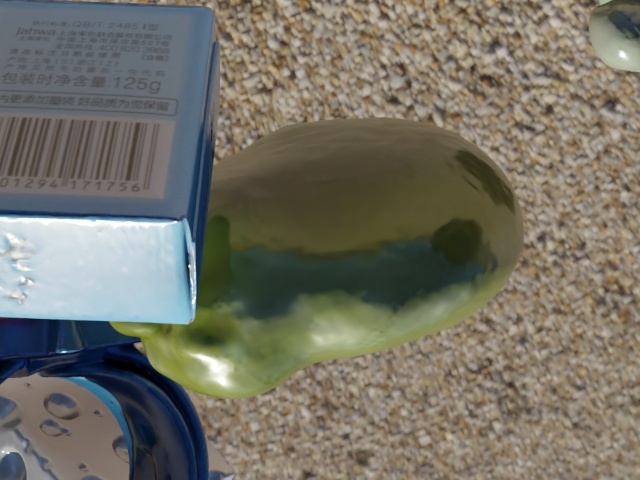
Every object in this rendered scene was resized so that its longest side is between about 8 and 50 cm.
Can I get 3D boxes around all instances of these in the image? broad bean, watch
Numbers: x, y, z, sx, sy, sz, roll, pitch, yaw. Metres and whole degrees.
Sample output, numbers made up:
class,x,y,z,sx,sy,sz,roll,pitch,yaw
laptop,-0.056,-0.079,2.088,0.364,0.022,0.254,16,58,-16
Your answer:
class,x,y,z,sx,sy,sz,roll,pitch,yaw
broad bean,0.000,0.001,0.686,0.291,0.238,0.119,-30,121,-45
watch,-0.252,0.181,0.889,0.305,0.241,0.274,-14,91,-34

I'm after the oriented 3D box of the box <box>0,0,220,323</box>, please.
class,x,y,z,sx,sy,sz,roll,pitch,yaw
box,-0.168,-0.043,0.519,0.232,0.142,0.083,1,141,0

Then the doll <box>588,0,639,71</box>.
class,x,y,z,sx,sy,sz,roll,pitch,yaw
doll,0.288,-0.233,0.940,0.154,0.258,0.228,-38,137,23

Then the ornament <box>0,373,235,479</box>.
class,x,y,z,sx,sy,sz,roll,pitch,yaw
ornament,-0.300,0.310,1.342,0.240,0.240,0.239,-5,131,-53
